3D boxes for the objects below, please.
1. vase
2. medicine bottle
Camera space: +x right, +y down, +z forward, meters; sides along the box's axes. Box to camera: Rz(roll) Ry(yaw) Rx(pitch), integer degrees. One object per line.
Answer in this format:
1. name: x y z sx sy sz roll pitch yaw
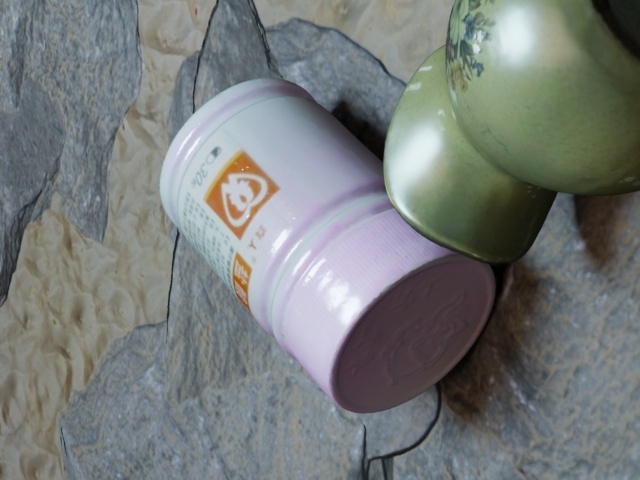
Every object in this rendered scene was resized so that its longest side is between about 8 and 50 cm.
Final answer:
1. vase: 0.204 -0.173 1.193 0.302 0.241 0.329 139 145 -58
2. medicine bottle: 0.000 0.000 1.430 0.316 0.202 0.202 46 127 37
